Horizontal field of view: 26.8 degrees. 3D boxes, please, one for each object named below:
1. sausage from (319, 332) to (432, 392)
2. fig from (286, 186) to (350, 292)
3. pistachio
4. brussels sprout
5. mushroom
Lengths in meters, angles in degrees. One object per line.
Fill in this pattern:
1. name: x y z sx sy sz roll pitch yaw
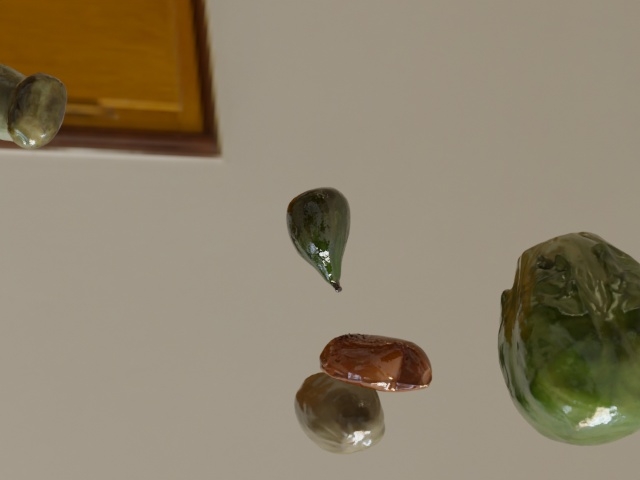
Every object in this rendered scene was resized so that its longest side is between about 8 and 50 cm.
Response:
1. sausage: 0.087 0.188 2.069 0.089 0.179 0.089 10 90 -79
2. fig: 0.000 0.000 2.244 0.117 0.117 0.177 2 -81 61
3. pistachio: 0.031 0.292 2.286 0.226 0.136 0.136 17 -75 61
4. brussels sprout: 0.316 0.110 1.591 0.210 0.219 0.271 105 -23 -56
5. mushroom: -0.446 -0.193 1.742 0.312 0.081 0.100 20 -109 35
